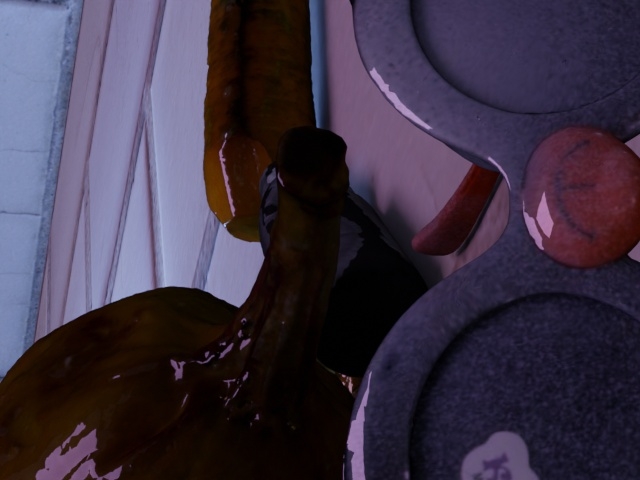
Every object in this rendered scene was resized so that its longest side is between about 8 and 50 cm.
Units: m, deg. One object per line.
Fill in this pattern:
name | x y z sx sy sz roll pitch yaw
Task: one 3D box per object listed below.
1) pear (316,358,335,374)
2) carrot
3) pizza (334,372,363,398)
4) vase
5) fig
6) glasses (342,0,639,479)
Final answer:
pear | -0.091 0.216 0.848 0.282 0.176 0.286 109 162 -51
carrot | -0.032 -0.122 0.955 0.070 0.070 0.260 120 155 -60
pizza | 0.013 0.059 0.791 0.083 0.016 0.037 -103 16 -49
vase | 0.000 0.000 0.774 0.211 0.059 0.060 -123 40 -68
fig | -0.062 0.078 0.606 0.290 0.190 0.191 82 -175 -60
glasses | 0.075 0.030 0.512 0.268 0.118 0.234 71 -163 -70
